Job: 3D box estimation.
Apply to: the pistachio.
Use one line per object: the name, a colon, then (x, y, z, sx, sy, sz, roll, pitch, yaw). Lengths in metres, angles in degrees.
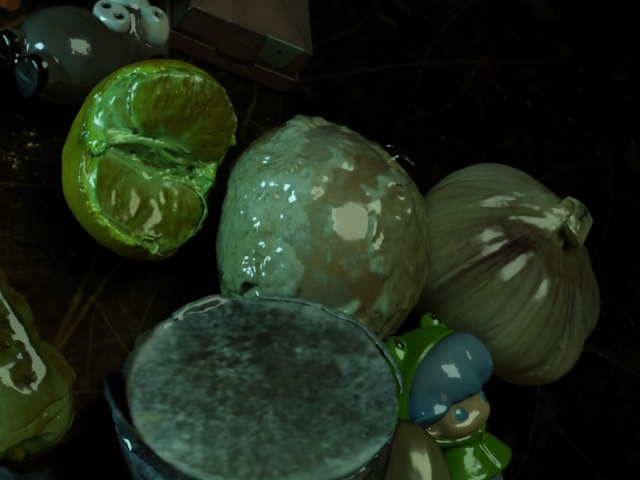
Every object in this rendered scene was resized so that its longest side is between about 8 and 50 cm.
pistachio: (0.092, 0.303, 1.473, 0.131, 0.129, 0.206, -1, 67, -29)

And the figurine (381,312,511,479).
figurine: (0.162, 0.226, 1.593, 0.162, 0.143, 0.263, -27, 95, -41)

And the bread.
bread: (-0.348, 0.099, 1.262, 0.267, 0.130, 0.152, 53, 37, 5)

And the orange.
orange: (-0.211, -0.098, 1.488, 0.179, 0.158, 0.237, 23, 81, -41)

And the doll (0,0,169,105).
doll: (-0.286, -0.240, 1.581, 0.182, 0.117, 0.257, 43, 42, 22)

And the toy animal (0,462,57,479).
toy animal: (-0.316, 0.243, 1.188, 0.210, 0.117, 0.121, -20, 66, -44)

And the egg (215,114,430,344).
egg: (0.000, 0.000, 1.521, 0.279, 0.279, 0.310, 16, 38, -30)

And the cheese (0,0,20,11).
cheese: (-0.434, -0.274, 1.531, 0.106, 0.037, 0.256, 60, 33, -26)

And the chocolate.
chocolate: (-0.067, 0.224, 1.336, 0.303, 0.213, 0.303, 2, 37, -2)

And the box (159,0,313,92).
box: (-0.121, -0.347, 1.827, 0.215, 0.086, 0.215, 19, 48, -29)

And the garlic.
garlic: (0.249, 0.048, 1.744, 0.322, 0.241, 0.322, 7, 67, -16)
